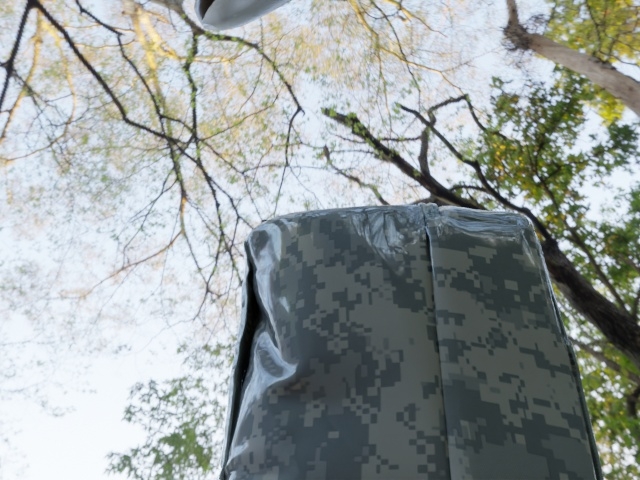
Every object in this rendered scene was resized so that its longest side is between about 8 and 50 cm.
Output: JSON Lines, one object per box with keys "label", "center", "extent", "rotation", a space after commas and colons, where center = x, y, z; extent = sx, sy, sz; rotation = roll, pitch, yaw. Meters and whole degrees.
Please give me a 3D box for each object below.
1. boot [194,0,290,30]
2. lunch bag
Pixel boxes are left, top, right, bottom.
{"label": "boot", "center": [0.011, -0.261, 0.320], "extent": [0.305, 0.112, 0.115], "rotation": [-41, -87, 23]}
{"label": "lunch bag", "center": [0.048, 0.120, 0.454], "extent": [0.256, 0.305, 0.213], "rotation": [5, -33, -3]}
